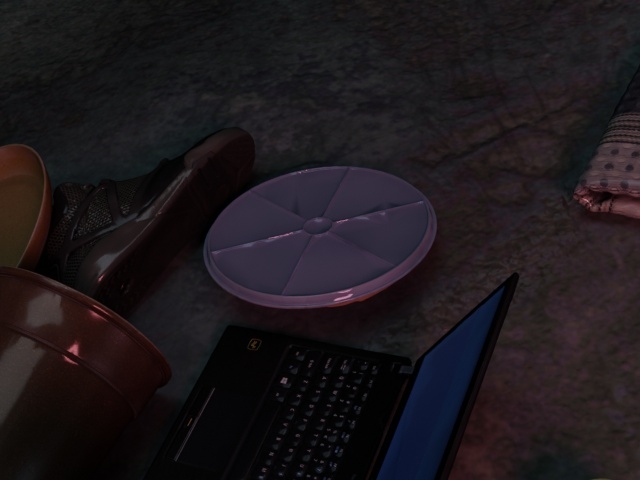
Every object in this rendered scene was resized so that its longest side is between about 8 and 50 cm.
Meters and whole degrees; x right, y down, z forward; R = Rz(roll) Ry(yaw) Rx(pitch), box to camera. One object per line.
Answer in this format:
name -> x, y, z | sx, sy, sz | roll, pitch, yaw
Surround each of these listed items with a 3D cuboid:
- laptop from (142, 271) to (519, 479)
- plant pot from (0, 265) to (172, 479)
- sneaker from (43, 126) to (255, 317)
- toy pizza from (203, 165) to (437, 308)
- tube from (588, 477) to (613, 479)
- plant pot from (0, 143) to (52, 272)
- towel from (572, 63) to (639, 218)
laptop -> -0.016, 0.132, 0.725 | 0.264, 0.136, 0.234 | 8, 50, 25
plant pot -> -0.223, 0.132, 0.786 | 0.167, 0.167, 0.165 | 12, 60, 28
sneaker -> -0.167, -0.039, 0.974 | 0.130, 0.087, 0.227 | 30, 67, 30
toy pizza -> 0.000, 0.000, 0.910 | 0.201, 0.032, 0.201 | -7, 35, 5
tube -> 0.205, 0.233, 0.582 | 0.070, 0.062, 0.240 | -55, 33, 14
plant pot -> -0.321, 0.019, 0.958 | 0.236, 0.032, 0.236 | -24, 46, 27
towel -> 0.417, -0.104, 0.883 | 0.324, 0.056, 0.312 | 12, 49, 30
